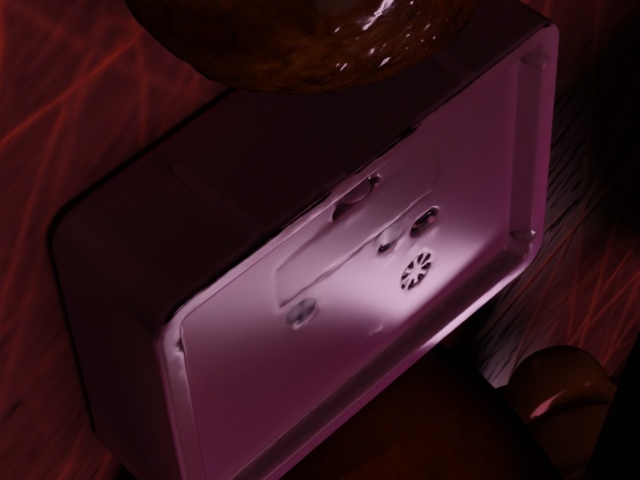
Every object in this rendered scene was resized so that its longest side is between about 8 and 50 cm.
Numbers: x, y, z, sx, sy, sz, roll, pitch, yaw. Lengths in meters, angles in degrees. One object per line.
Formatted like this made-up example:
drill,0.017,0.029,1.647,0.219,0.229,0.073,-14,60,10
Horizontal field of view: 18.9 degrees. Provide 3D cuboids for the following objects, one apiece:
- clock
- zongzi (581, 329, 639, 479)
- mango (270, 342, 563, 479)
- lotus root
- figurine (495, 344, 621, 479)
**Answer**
clock,0.000,0.000,0.722,0.197,0.063,0.150,-38,149,-24
zongzi,0.263,0.024,0.821,0.362,0.383,0.319,-44,112,-51
mango,0.039,0.180,0.832,0.201,0.287,0.152,-30,-160,35
lotus root,0.010,-0.092,0.605,0.108,0.094,0.191,-23,166,22
figurine,0.090,0.171,1.002,0.194,0.133,0.274,-3,140,-41
